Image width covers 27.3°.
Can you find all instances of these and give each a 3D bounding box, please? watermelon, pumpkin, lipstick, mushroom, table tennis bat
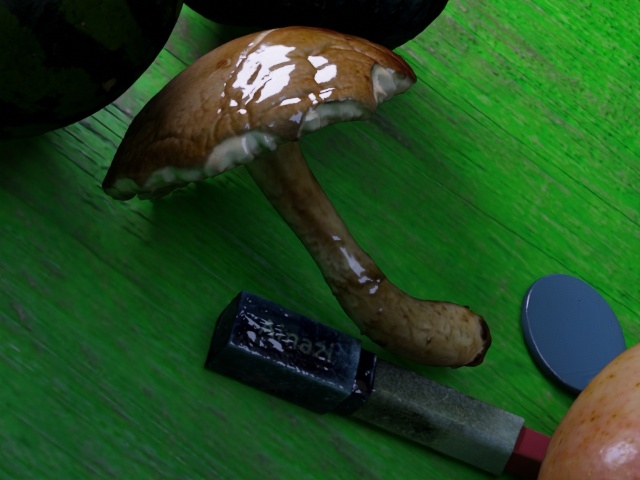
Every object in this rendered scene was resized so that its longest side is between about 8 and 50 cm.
[{"bbox_3d":[-0.230,-0.206,0.892,0.285,0.285,0.285,13,59,-21],"label":"watermelon"},{"bbox_3d":[-0.012,-0.211,1.059,0.248,0.248,0.248,13,59,-21],"label":"pumpkin"},{"bbox_3d":[0.066,0.125,1.002,0.312,0.051,0.051,24,53,-15],"label":"lipstick"},{"bbox_3d":[0.009,-0.028,0.932,0.301,0.208,0.233,37,35,9],"label":"mushroom"},{"bbox_3d":[0.224,0.098,1.121,0.100,0.019,0.155,-6,65,-30],"label":"table tennis bat"}]

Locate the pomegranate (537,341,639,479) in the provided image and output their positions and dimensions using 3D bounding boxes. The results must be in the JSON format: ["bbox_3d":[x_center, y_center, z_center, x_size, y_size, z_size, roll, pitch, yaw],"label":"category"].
[{"bbox_3d":[0.327,0.201,0.927,0.338,0.338,0.338,13,59,-21],"label":"pomegranate"}]
